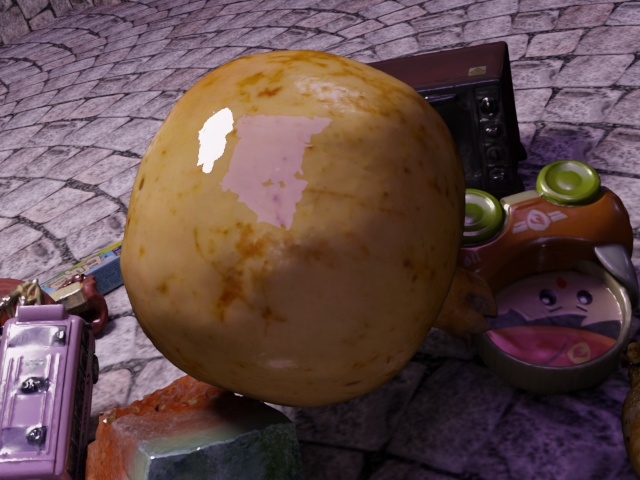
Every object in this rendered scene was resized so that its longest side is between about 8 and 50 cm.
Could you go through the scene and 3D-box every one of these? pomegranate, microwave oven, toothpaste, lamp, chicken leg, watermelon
[{"bbox_3d":[0.000,0.000,0.753,0.342,0.343,0.342,-12,29,7],"label":"pomegranate"},{"bbox_3d":[0.154,-0.155,1.164,0.247,0.178,0.188,-6,30,18],"label":"microwave oven"},{"bbox_3d":[-0.317,0.041,1.195,0.193,0.044,0.070,-32,33,-26],"label":"toothpaste"},{"bbox_3d":[-0.369,0.106,1.003,0.215,0.151,0.223,-18,27,-13],"label":"lamp"},{"bbox_3d":[0.292,0.147,0.694,0.093,0.070,0.178,5,25,2],"label":"chicken leg"},{"bbox_3d":[-0.143,0.201,0.782,0.192,0.140,0.256,-17,20,-18],"label":"watermelon"}]

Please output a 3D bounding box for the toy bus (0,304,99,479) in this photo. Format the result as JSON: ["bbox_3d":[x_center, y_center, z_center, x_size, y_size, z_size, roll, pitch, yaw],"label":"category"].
[{"bbox_3d":[-0.284,0.167,0.839,0.096,0.108,0.199,-2,53,-5],"label":"toy bus"}]

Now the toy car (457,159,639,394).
[{"bbox_3d":[0.229,0.052,0.841,0.235,0.145,0.235,-5,49,6],"label":"toy car"}]
